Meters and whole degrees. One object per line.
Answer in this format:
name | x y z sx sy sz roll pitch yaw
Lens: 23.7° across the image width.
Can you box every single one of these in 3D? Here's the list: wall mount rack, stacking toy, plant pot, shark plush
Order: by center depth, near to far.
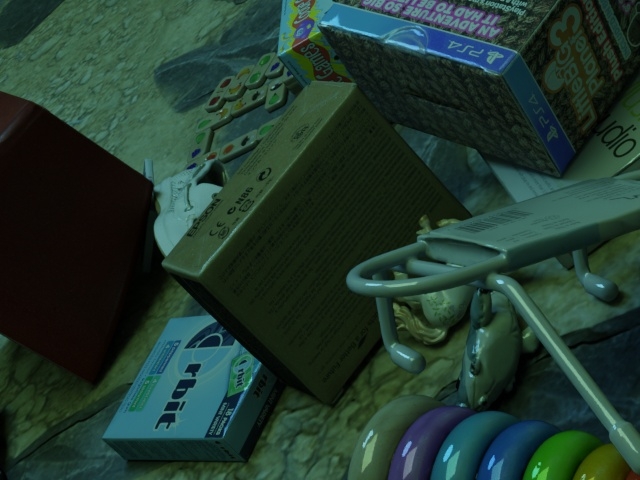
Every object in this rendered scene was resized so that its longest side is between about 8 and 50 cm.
stacking toy | 0.184 0.186 1.054 0.330 0.141 0.141 0 50 40
wall mount rack | 0.207 0.043 1.109 0.350 0.130 0.304 -18 16 -27
shark plush | 0.139 0.114 1.281 0.067 0.073 0.161 -28 48 61
plant pot | -0.349 -0.025 1.738 0.267 0.267 0.236 19 76 56

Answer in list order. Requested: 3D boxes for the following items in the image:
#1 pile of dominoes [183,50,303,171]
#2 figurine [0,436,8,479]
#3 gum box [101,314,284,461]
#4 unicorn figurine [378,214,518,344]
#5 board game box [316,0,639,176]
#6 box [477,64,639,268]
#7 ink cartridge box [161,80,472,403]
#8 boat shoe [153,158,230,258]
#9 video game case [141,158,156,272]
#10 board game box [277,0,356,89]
pile of dominoes | -0.069 -0.195 1.895 0.251 0.040 0.196 -25 35 26
figurine | -0.438 0.279 1.680 0.215 0.092 0.209 -42 34 3
gum box | -0.114 0.144 1.515 0.184 0.041 0.157 -6 45 44
unicorn figurine | 0.124 0.023 1.361 0.111 0.060 0.162 37 112 35
board game box | 0.187 -0.235 1.394 0.232 0.141 0.291 24 70 44
box | 0.298 -0.141 1.385 0.322 0.058 0.232 -37 31 7
ink cartridge box | 0.000 0.000 1.415 0.234 0.193 0.088 -51 29 -16
boat shoe | -0.121 -0.021 1.676 0.096 0.098 0.277 -38 29 8
video game case | -0.206 -0.031 1.816 0.011 0.087 0.122 3 32 -12
board game box | 0.106 -0.254 1.665 0.275 0.142 0.144 -29 32 22
